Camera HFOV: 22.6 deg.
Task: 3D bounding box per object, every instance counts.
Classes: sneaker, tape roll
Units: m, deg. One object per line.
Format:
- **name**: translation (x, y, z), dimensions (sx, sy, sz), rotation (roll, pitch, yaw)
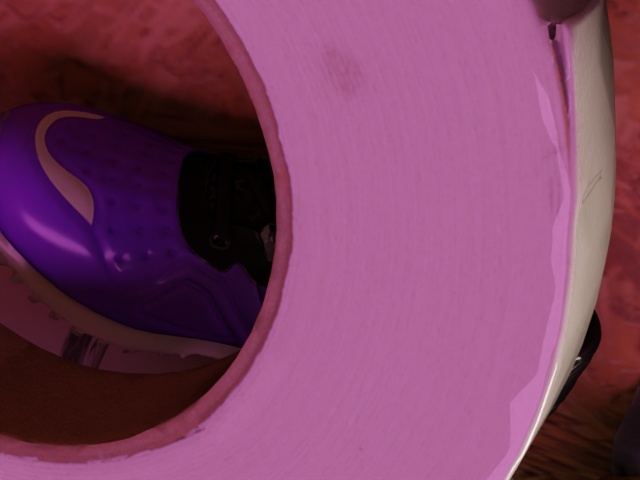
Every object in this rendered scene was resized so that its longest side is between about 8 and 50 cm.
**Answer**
- **sneaker**: translation (0.000, 0.000, 0.694), dimensions (0.293, 0.102, 0.146), rotation (28, 134, -24)
- **tape roll**: translation (-0.092, -0.029, 0.563), dimensions (0.392, 0.072, 0.392), rotation (7, 110, 19)

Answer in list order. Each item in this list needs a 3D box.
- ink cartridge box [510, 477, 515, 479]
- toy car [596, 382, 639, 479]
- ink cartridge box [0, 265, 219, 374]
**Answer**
- **ink cartridge box**: translation (-0.014, 0.178, 0.715), dimensions (0.237, 0.100, 0.172), rotation (-26, 143, 13)
- **toy car**: translation (0.166, 0.163, 0.803), dimensions (0.155, 0.149, 0.188), rotation (39, 121, 33)
- **ink cartridge box**: translation (-0.149, 0.122, 0.852), dimensions (0.283, 0.117, 0.207), rotation (14, 139, -1)
